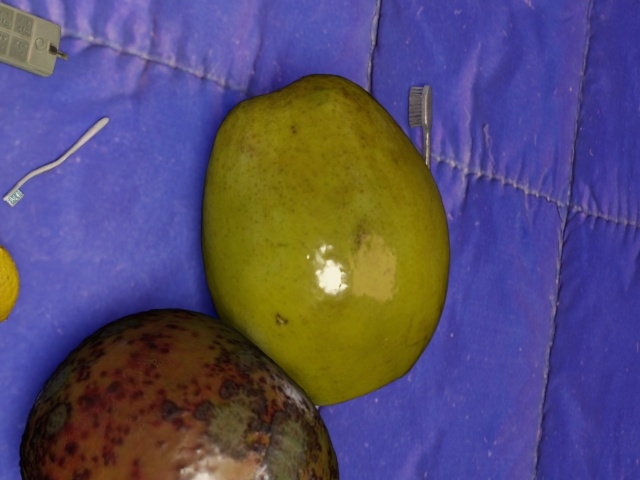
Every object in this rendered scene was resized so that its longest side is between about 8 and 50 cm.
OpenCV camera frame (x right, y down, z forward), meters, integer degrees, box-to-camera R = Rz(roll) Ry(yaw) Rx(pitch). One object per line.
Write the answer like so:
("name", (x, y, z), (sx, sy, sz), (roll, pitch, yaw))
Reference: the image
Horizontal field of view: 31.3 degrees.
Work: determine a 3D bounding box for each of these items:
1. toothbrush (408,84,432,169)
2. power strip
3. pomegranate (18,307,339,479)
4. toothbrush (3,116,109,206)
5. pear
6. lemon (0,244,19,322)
("toothbrush", (0.120, -0.028, 1.392), (0.023, 0.031, 0.320), (-5, 96, -55))
("power strip", (-0.268, -0.176, 0.965), (0.136, 0.019, 0.050), (17, 78, -47))
("pomegranate", (-0.158, 0.224, 0.960), (0.341, 0.285, 0.285), (-44, 127, -8))
("toothbrush", (-0.233, -0.073, 1.017), (0.131, 0.011, 0.013), (-48, 113, -34))
("pear", (0.000, 0.000, 1.107), (0.253, 0.253, 0.307), (-25, 99, -44))
("lemon", (-0.281, 0.029, 0.934), (0.065, 0.065, 0.092), (-35, 123, -40))
